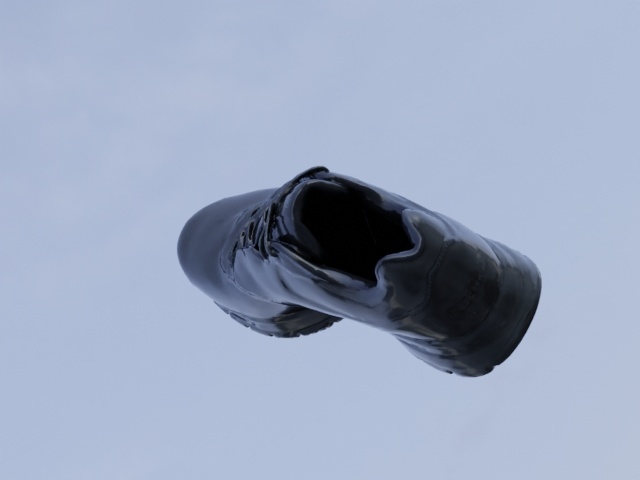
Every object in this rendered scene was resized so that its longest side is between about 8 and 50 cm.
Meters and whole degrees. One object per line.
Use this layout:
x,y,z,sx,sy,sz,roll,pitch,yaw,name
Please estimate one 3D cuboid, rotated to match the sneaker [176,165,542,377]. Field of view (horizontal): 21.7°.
0.000,0.000,1.040,0.130,0.286,0.109,36,-111,-40,sneaker
